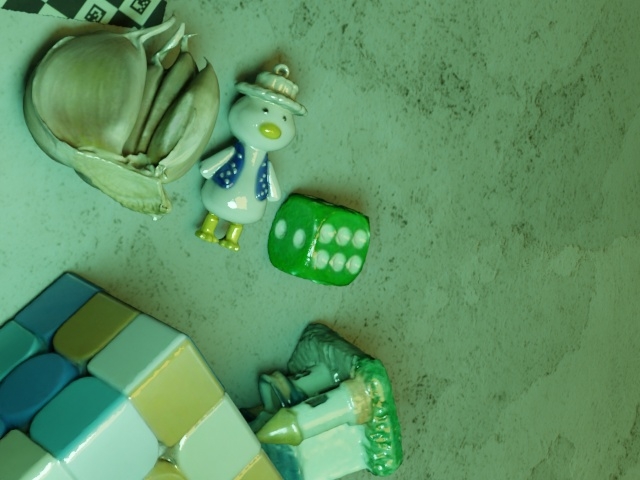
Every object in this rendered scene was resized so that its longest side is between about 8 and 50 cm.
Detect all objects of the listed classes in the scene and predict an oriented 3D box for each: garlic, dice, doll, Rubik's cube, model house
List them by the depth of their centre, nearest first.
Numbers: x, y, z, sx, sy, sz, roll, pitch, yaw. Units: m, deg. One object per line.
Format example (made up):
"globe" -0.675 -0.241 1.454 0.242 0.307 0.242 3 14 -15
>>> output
"garlic" -0.264 -0.176 1.685 0.210 0.237 0.292 48 36 -47
"Rubik's cube" -0.310 0.306 1.716 0.344 0.346 0.347 -43 127 -22
"doll" -0.106 -0.130 1.891 0.138 0.119 0.293 21 90 -17
"model house" -0.071 0.295 1.981 0.324 0.267 0.194 -19 110 -21
"dice" 0.000 0.000 2.016 0.128 0.120 0.131 15 93 -40

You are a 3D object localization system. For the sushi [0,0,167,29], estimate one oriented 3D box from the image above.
"sushi" -0.295 -0.404 1.653 0.290 0.050 0.264 -1 120 -39
